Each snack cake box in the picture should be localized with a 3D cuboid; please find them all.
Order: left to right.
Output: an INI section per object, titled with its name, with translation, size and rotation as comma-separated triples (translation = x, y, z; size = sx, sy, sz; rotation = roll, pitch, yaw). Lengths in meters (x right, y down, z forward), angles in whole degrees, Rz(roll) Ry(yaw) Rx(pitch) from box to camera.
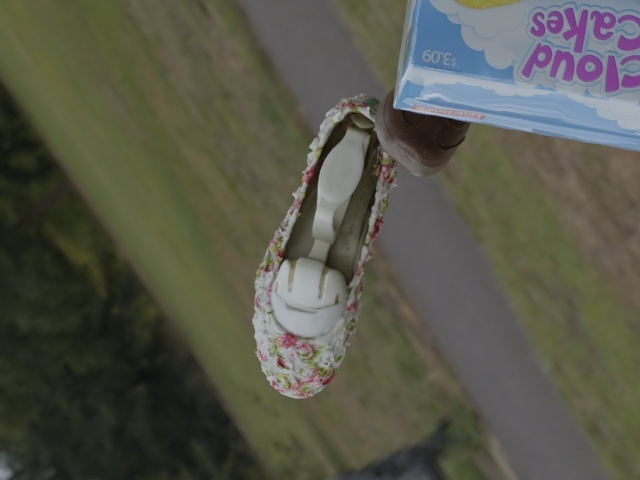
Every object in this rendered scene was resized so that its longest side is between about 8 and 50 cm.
[snack cake box]
translation = 0.190, -0.145, 1.256
size = 0.089, 0.264, 0.152
rotation = 111, 168, -74

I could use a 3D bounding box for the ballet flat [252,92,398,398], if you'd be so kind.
[ballet flat]
translation = 0.000, 0.000, 1.463
size = 0.091, 0.241, 0.077
rotation = 13, 175, 7

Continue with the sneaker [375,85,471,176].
[sneaker]
translation = 0.096, -0.117, 1.432
size = 0.066, 0.071, 0.188
rotation = 36, -145, -3
